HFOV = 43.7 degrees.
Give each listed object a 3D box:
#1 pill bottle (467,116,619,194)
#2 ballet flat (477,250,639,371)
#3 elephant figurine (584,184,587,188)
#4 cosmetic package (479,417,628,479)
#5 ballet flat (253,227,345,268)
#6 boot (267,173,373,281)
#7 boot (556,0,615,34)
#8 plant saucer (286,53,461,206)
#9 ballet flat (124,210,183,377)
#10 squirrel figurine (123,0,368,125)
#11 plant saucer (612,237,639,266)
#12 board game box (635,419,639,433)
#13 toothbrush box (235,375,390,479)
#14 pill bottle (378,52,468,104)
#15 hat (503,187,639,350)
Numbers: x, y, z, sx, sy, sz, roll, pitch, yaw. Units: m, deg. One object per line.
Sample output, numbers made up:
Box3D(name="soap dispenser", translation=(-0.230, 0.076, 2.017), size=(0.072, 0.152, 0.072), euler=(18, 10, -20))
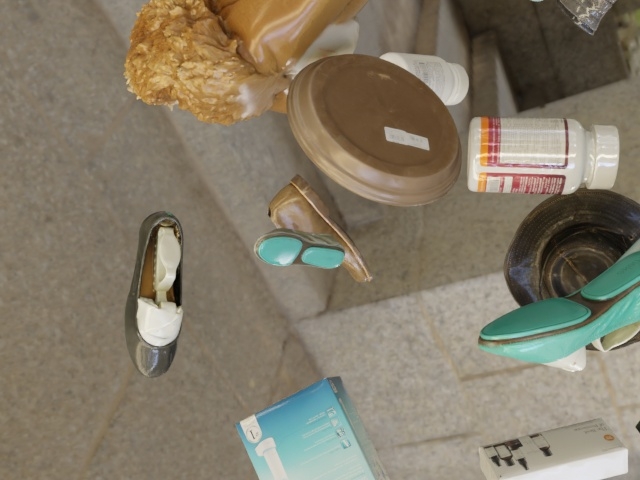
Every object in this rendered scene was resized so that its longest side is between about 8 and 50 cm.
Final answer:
Box3D(name="pill bottle", translation=(0.346, -0.134, 1.261), size=(0.121, 0.221, 0.121), euler=(3, 90, -82))
Box3D(name="ballet flat", translation=(0.290, 0.094, 0.875), size=(0.083, 0.247, 0.087), euler=(25, -44, 67))
Box3D(name="elephant figurine", translation=(0.580, -0.004, 1.703), size=(0.239, 0.169, 0.186), euler=(-63, 179, 2))
Box3D(name="cosmetic package", translation=(0.416, 0.392, 1.433), size=(0.099, 0.239, 0.060), euler=(-113, -168, -63))
Box3D(name="ballet flat", translation=(-0.047, 0.010, 1.449), size=(0.213, 0.072, 0.068), euler=(11, 30, -42))
Box3D(name="boot", translation=(0.000, 0.000, 1.734), size=(0.305, 0.115, 0.112), euler=(49, -4, -27))
Box3D(name="boot", translation=(0.473, -0.543, 1.412), size=(0.118, 0.223, 0.338), euler=(21, 46, -31))
Box3D(name="plant saucer", translation=(0.086, -0.170, 1.140), size=(0.278, 0.041, 0.277), euler=(14, 51, -18))
Box3D(name="ballet flat", translation=(-0.270, 0.085, 1.319), size=(0.095, 0.096, 0.280), euler=(4, 80, -27))
Box3D(name="squirrel figurine", translation=(-0.143, -0.371, 1.269), size=(0.370, 0.397, 0.281), euler=(49, -18, 24))
Box3D(name="plant saucer", translation=(0.455, 0.055, 1.187), size=(0.044, 0.317, 0.318), euler=(45, 14, 18))
Box3D(name="board game box", translation=(0.586, 0.256, 1.207), size=(0.186, 0.126, 0.026), euler=(13, 27, -20))
Box3D(name="toothbrush box", translation=(-0.002, 0.450, 1.593), size=(0.295, 0.216, 0.126), euler=(63, 10, 15))
Box3D(name="pill bottle", translation=(0.240, -0.375, 1.899), size=(0.229, 0.131, 0.131), euler=(-7, 80, -39))
Box3D(name="hat", translation=(0.506, 0.073, 1.458), size=(0.134, 0.331, 0.331), euler=(-58, 129, -73))
